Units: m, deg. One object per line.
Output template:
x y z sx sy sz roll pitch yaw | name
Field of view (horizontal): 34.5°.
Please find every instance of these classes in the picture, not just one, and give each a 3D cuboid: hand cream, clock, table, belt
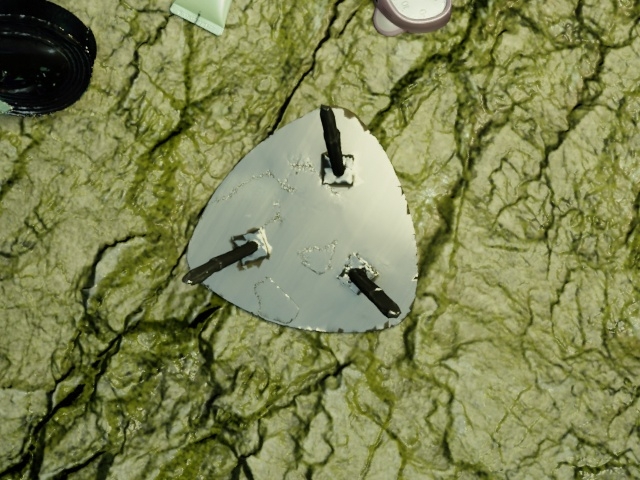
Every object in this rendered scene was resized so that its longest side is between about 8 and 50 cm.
-0.123 -0.382 1.378 0.078 0.050 0.204 27 96 -1 | hand cream
0.110 -0.349 1.368 0.110 0.050 0.152 -18 91 2 | clock
0.000 0.000 1.280 0.318 0.249 0.317 0 91 2 | table
-0.396 -0.239 1.345 0.199 0.078 0.151 5 125 -9 | belt
